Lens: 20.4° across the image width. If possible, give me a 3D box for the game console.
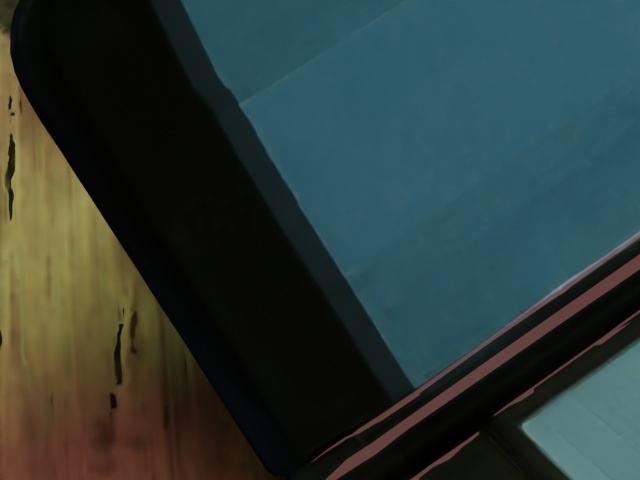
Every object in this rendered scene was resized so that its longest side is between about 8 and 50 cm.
[{"bbox_3d":[0.113,-0.021,0.458,0.293,0.173,0.250,-34,44,-10],"label":"game console"}]
